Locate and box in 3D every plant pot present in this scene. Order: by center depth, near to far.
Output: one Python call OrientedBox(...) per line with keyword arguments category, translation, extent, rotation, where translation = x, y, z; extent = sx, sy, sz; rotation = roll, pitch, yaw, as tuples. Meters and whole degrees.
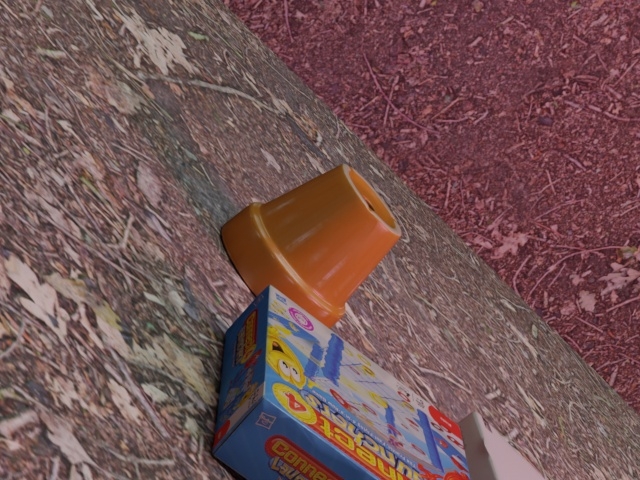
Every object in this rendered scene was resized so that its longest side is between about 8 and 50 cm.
OrientedBox(category="plant pot", translation=(0.000, 0.000, 2.062), extent=(0.205, 0.188, 0.205), rotation=(47, 13, -15))

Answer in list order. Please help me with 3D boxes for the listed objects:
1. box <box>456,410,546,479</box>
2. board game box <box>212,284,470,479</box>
OrientedBox(category="box", translation=(0.231, 0.360, 2.008), extent=(0.182, 0.119, 0.181), rotation=(45, 15, -24))
OrientedBox(category="board game box", translation=(0.031, 0.222, 1.672), extent=(0.308, 0.086, 0.302), rotation=(37, 16, -14))
